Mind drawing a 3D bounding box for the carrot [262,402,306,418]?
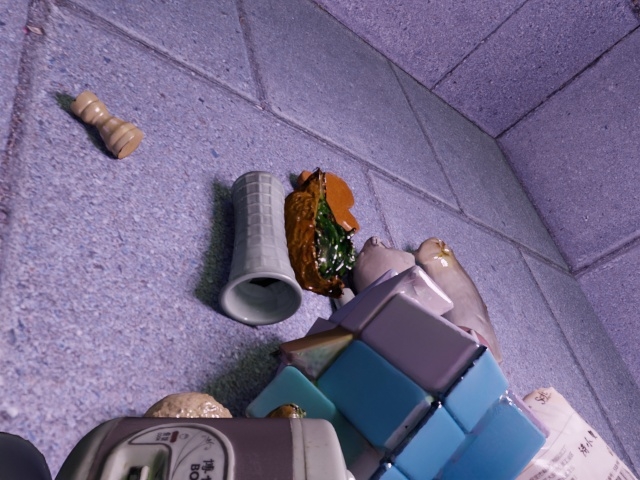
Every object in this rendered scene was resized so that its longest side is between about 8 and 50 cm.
[{"bbox_3d":[-0.118,0.283,0.638,0.049,0.254,0.049,49,-8,9],"label":"carrot"}]

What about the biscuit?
[{"bbox_3d":[0.012,-0.079,1.342,0.205,0.049,0.324,44,32,-12],"label":"biscuit"}]

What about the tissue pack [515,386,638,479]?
[{"bbox_3d":[0.507,0.542,1.152,0.376,0.195,0.390,-25,74,-42],"label":"tissue pack"}]

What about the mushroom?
[{"bbox_3d":[0.360,0.172,1.453,0.177,0.126,0.397,15,48,-32],"label":"mushroom"}]

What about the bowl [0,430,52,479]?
[{"bbox_3d":[-0.313,0.277,0.479,0.189,0.189,0.086,-90,173,-47],"label":"bowl"}]

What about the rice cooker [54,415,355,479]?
[{"bbox_3d":[-0.091,0.297,0.478,0.277,0.288,0.288,3,44,-4],"label":"rice cooker"}]

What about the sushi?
[{"bbox_3d":[-0.001,0.000,1.129,0.149,0.140,0.287,47,35,-47],"label":"sushi"}]

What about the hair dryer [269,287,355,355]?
[{"bbox_3d":[0.024,0.170,1.082,0.267,0.092,0.229,23,32,-22],"label":"hair dryer"}]

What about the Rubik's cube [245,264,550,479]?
[{"bbox_3d":[0.105,0.248,0.804,0.358,0.387,0.368,48,-11,-8],"label":"Rubik's cube"}]

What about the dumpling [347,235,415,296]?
[{"bbox_3d":[0.158,0.125,1.242,0.204,0.163,0.293,67,5,-55],"label":"dumpling"}]

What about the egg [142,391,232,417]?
[{"bbox_3d":[-0.171,0.251,0.685,0.140,0.116,0.118,25,74,-44],"label":"egg"}]

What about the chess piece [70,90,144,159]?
[{"bbox_3d":[-0.383,-0.208,0.963,0.122,0.066,0.066,41,32,-5],"label":"chess piece"}]

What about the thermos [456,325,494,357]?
[{"bbox_3d":[0.259,0.311,1.170,0.265,0.146,0.176,-23,94,-48],"label":"thermos"}]

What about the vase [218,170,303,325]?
[{"bbox_3d":[-0.116,0.000,1.020,0.143,0.143,0.298,29,33,-31],"label":"vase"}]
